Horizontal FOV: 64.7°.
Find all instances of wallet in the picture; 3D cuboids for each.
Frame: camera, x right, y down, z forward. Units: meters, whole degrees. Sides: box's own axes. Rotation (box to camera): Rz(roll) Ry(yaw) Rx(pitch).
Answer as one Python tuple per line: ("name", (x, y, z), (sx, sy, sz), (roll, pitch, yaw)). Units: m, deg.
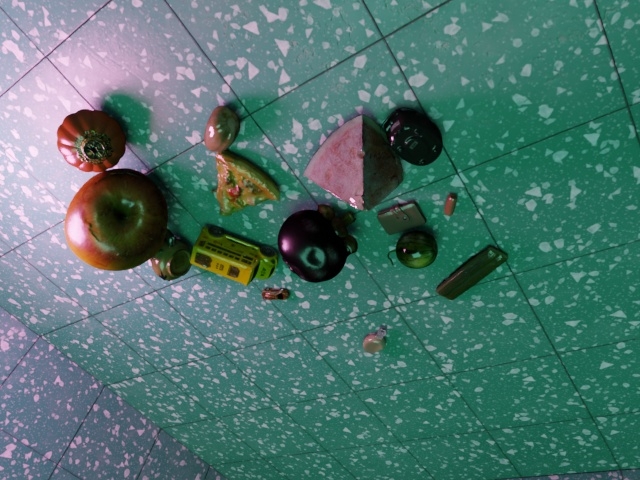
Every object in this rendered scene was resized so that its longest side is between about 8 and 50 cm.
("wallet", (0.288, -0.078, 1.799), (0.153, 0.038, 0.118), (-19, 125, 30))

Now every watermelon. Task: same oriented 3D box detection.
("watermelon", (0.326, 0.034, 1.819), (0.188, 0.140, 0.140), (-3, 130, 31))
("watermelon", (0.107, -0.192, 1.614), (0.283, 0.292, 0.251), (37, 151, -21))

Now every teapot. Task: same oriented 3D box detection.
("teapot", (-0.639, 0.059, 2.099), (0.183, 0.173, 0.269), (19, 127, 33))

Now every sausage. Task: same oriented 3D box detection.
("sausage", (0.443, -0.121, 1.722), (0.034, 0.034, 0.083), (10, 133, 7))

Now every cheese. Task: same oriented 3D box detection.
("cheese", (0.257, 0.450, 2.263), (0.092, 0.047, 0.171), (34, 130, -16))

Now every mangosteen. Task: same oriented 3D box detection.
("mangosteen", (0.000, 0.000, 1.829), (0.302, 0.275, 0.275), (-38, 118, -2))

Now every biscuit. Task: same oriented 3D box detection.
("biscuit", (0.562, 0.132, 1.910), (0.099, 0.038, 0.322), (29, 131, -15))

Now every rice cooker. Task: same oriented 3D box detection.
("rice cooker", (0.281, -0.312, 1.537), (0.203, 0.118, 0.142), (28, 124, -21))

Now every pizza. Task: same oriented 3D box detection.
("pizza", (-0.301, -0.168, 1.852), (0.280, 0.075, 0.287), (29, 131, -10))

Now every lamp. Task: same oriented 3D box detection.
("lamp", (-0.790, -0.343, 1.750), (0.224, 0.196, 0.223), (-14, 124, -21))

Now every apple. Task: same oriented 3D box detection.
("apple", (-0.754, -0.071, 1.894), (0.375, 0.383, 0.374), (25, 158, 11))

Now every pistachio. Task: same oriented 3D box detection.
("pistachio", (-0.333, -0.362, 1.673), (0.126, 0.108, 0.185), (51, 136, 13))

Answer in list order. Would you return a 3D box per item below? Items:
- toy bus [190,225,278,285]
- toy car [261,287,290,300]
("toy bus", (-0.342, 0.074, 2.024), (0.331, 0.152, 0.144), (21, 131, -4))
("toy car", (-0.194, 0.237, 2.205), (0.122, 0.035, 0.059), (2, 127, 16))
